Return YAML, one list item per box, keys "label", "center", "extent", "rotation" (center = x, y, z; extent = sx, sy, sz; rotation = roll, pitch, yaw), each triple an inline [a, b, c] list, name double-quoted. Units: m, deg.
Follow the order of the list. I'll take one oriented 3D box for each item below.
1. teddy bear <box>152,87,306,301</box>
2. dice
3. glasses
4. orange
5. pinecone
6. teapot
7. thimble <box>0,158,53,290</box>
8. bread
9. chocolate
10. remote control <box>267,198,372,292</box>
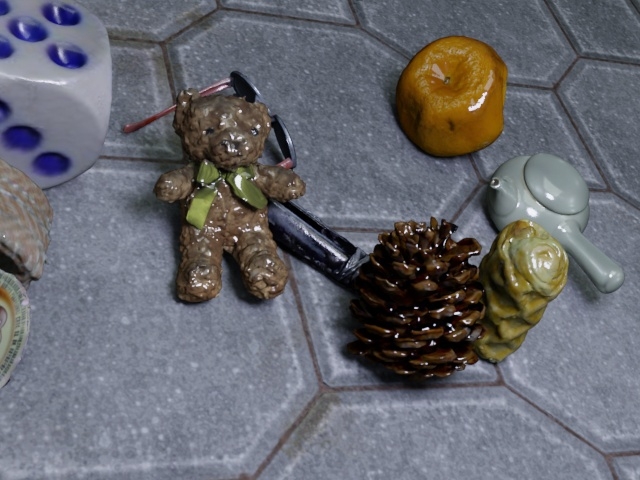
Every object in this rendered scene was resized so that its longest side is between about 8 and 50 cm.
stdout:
- label: "teddy bear"
  center: [-0.140, -0.074, 1.496]
  extent: [0.246, 0.222, 0.296]
  rotation: [-2, 46, -12]
- label: "dice"
  center: [-0.472, -0.237, 1.478]
  extent: [0.251, 0.259, 0.243]
  rotation: [3, 51, -24]
- label: "glasses"
  center: [-0.195, -0.173, 1.708]
  extent: [0.268, 0.118, 0.234]
  rotation: [-27, 65, -18]
- label: "orange"
  center: [0.268, -0.281, 1.917]
  extent: [0.249, 0.183, 0.248]
  rotation: [-11, 62, 21]
- label: "pinecone"
  center: [0.151, 0.095, 1.481]
  extent: [0.224, 0.272, 0.224]
  rotation: [-3, 22, 1]
- label: "teapot"
  center: [0.461, -0.040, 1.808]
  extent: [0.318, 0.149, 0.220]
  rotation: [43, 51, 11]
- label: "thimble"
  center: [-0.500, -0.017, 1.313]
  extent: [0.229, 0.196, 0.148]
  rotation: [34, 38, -38]
- label: "bread"
  center: [0.310, 0.079, 1.550]
  extent: [0.130, 0.267, 0.152]
  rotation: [-5, 54, -21]
- label: "chocolate"
  center: [-0.495, 0.115, 1.214]
  extent: [0.147, 0.221, 0.221]
  rotation: [15, 41, 18]
- label: "remote control"
  center: [0.000, 0.000, 1.614]
  extent: [0.266, 0.066, 0.090]
  rotation: [33, 46, 6]
